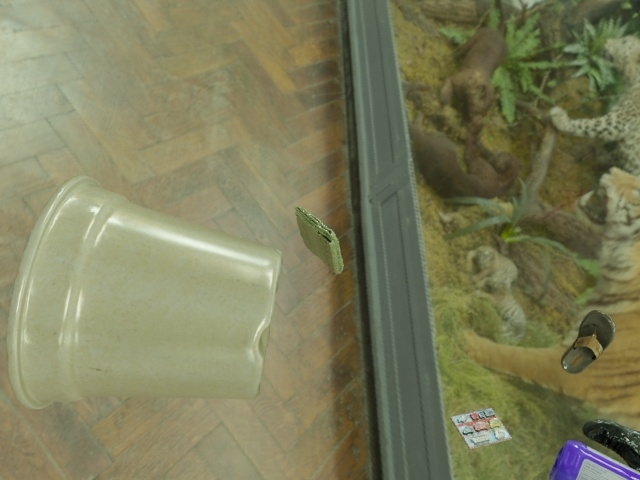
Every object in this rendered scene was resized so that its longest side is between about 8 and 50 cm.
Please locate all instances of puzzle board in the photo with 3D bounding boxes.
[{"bbox_3d":[0.405,0.471,1.511,0.128,0.011,0.096,-5,38,-22],"label":"puzzle board"}]

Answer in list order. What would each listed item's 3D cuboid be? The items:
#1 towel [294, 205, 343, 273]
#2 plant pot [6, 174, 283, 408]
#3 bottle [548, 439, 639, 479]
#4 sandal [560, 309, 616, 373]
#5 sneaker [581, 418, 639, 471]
[{"bbox_3d":[0.000,0.000,1.145,0.027,0.148,0.110,-40,61,-15],"label":"towel"},{"bbox_3d":[-0.220,0.098,0.867,0.305,0.334,0.334,10,52,-3],"label":"plant pot"},{"bbox_3d":[0.561,0.463,1.068,0.282,0.118,0.092,24,67,22],"label":"bottle"},{"bbox_3d":[0.702,0.281,1.586,0.090,0.219,0.060,33,37,16],"label":"sandal"},{"bbox_3d":[0.614,0.415,1.191,0.170,0.051,0.089,14,27,2],"label":"sneaker"}]
